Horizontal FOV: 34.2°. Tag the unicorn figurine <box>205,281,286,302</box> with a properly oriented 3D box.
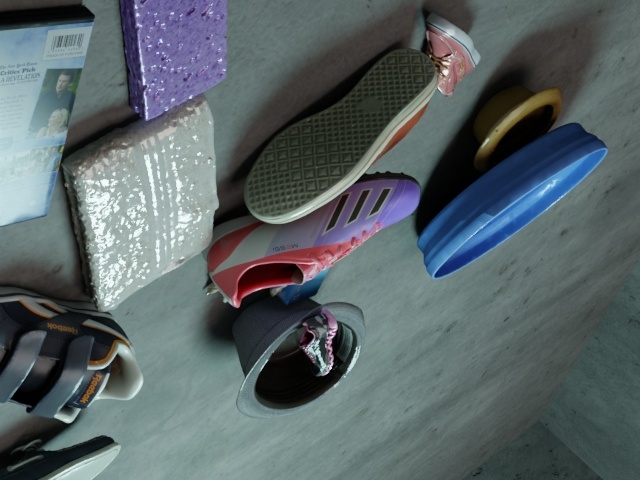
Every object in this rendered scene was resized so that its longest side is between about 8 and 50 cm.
[{"bbox_3d":[-0.081,0.045,1.519,0.162,0.060,0.111,-29,167,-29],"label":"unicorn figurine"}]

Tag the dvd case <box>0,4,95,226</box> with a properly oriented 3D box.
[{"bbox_3d":[-0.321,-0.106,1.004,0.180,0.022,0.253,-18,143,-44],"label":"dvd case"}]

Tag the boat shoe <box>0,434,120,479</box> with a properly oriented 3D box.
[{"bbox_3d":[-0.400,0.328,1.444,0.254,0.079,0.095,-27,151,-31],"label":"boat shoe"}]

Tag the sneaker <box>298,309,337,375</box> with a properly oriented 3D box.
[{"bbox_3d":[-0.010,0.159,1.575,0.057,0.047,0.119,-18,129,-30],"label":"sneaker"}]

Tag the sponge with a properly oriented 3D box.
[{"bbox_3d":[-0.150,-0.228,1.081,0.117,0.031,0.210,-33,151,-27],"label":"sponge"}]

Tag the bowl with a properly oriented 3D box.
[{"bbox_3d":[0.342,-0.073,1.902,0.391,0.077,0.391,-34,167,-9],"label":"bowl"}]

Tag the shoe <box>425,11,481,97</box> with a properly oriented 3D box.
[{"bbox_3d":[0.176,-0.262,1.497,0.081,0.063,0.178,-55,158,6],"label":"shoe"}]

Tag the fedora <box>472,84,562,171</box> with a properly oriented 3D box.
[{"bbox_3d":[0.325,-0.205,1.792,0.194,0.079,0.194,-31,155,-17],"label":"fedora"}]

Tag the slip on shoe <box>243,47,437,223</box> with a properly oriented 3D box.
[{"bbox_3d":[0.033,-0.130,1.416,0.331,0.123,0.101,-43,159,-20],"label":"slip on shoe"}]

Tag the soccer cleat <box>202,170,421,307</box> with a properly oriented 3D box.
[{"bbox_3d":[0.000,0.000,1.429,0.318,0.116,0.108,-18,142,-8],"label":"soccer cleat"}]

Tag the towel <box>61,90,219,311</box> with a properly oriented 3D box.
[{"bbox_3d":[-0.209,-0.038,1.245,0.187,0.049,0.282,-34,152,-26],"label":"towel"}]

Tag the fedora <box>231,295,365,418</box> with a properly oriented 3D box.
[{"bbox_3d":[-0.055,0.166,1.686,0.275,0.124,0.243,11,118,-53],"label":"fedora"}]

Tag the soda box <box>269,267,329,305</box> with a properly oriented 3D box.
[{"bbox_3d":[-0.013,-0.005,1.572,0.071,0.067,0.210,-17,142,-47],"label":"soda box"}]

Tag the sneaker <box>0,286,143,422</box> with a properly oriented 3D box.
[{"bbox_3d":[-0.330,0.137,1.224,0.126,0.127,0.321,-54,152,17],"label":"sneaker"}]
